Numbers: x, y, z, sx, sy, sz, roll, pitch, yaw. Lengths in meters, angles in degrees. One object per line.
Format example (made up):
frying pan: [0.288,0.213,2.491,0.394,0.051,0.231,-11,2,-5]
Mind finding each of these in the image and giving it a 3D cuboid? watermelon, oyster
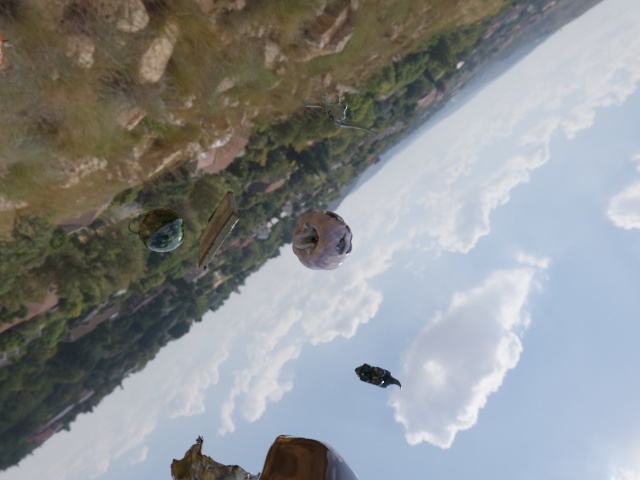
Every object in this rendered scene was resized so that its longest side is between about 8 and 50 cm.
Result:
watermelon: [-0.349,-0.021,0.920,0.109,0.109,0.109,-38,-178,2]
oyster: [-0.294,0.593,1.092,0.336,0.198,0.133,-17,-156,46]

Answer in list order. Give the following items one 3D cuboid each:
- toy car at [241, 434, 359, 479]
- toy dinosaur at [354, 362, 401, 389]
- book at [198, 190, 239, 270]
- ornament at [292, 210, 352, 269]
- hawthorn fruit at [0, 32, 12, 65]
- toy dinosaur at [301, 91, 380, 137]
toy car: [0.006,0.411,0.559,0.340,0.271,0.240,-8,-143,39]
toy dinosaur: [0.096,0.228,0.707,0.083,0.047,0.031,2,-111,44]
book: [-0.270,-0.035,1.098,0.158,0.026,0.231,-55,-156,10]
ornament: [0.000,0.000,1.213,0.177,0.178,0.177,-38,-178,2]
hawthorn fruit: [-0.998,-0.555,1.124,0.275,0.276,0.299,-36,166,38]
toy dinosaur: [0.035,-0.247,0.811,0.037,0.180,0.058,-45,157,-14]
